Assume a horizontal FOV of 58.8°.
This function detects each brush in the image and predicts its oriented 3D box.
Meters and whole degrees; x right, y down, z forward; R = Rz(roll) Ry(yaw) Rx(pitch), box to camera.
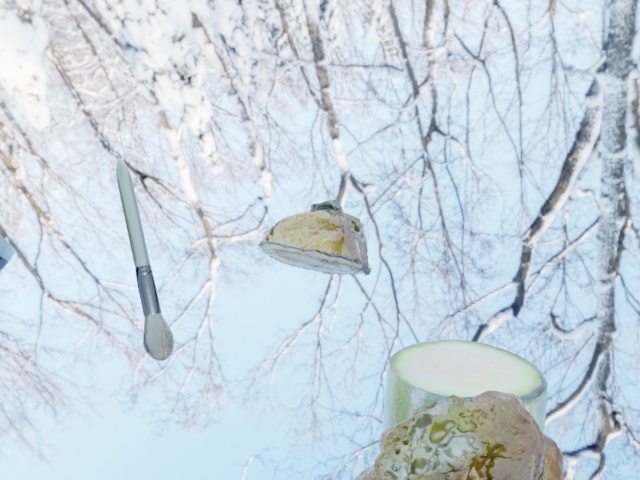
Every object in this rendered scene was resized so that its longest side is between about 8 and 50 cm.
[{"bbox_3d":[-0.260,0.026,0.811,0.042,0.299,0.039,-15,177,-1],"label":"brush"}]

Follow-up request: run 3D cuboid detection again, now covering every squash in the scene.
[{"bbox_3d":[0.231,0.394,0.967,0.263,0.384,0.263,2,-170,0],"label":"squash"}]

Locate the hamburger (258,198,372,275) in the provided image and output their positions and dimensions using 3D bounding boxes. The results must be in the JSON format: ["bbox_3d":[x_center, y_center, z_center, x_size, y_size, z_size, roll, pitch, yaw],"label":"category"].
[{"bbox_3d":[0.006,-0.004,0.846,0.176,0.087,0.102,8,-120,27],"label":"hamburger"}]

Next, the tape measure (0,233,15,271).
[{"bbox_3d":[-0.435,0.003,0.711,0.094,0.091,0.054,26,-115,11],"label":"tape measure"}]

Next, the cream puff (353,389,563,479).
[{"bbox_3d":[0.182,0.298,0.723,0.241,0.269,0.154,15,-143,-18],"label":"cream puff"}]
